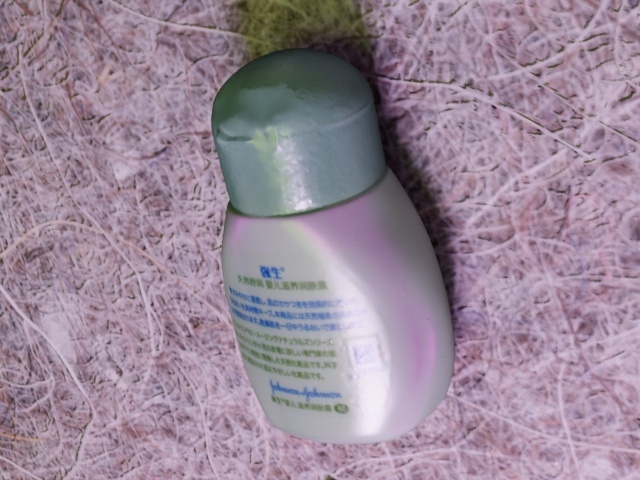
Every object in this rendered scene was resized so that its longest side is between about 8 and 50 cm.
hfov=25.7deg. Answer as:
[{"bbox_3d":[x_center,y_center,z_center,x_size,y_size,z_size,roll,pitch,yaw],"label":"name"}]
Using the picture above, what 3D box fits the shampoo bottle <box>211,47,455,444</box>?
[{"bbox_3d":[0.000,0.000,1.259,0.222,0.151,0.349,4,116,39],"label":"shampoo bottle"}]
